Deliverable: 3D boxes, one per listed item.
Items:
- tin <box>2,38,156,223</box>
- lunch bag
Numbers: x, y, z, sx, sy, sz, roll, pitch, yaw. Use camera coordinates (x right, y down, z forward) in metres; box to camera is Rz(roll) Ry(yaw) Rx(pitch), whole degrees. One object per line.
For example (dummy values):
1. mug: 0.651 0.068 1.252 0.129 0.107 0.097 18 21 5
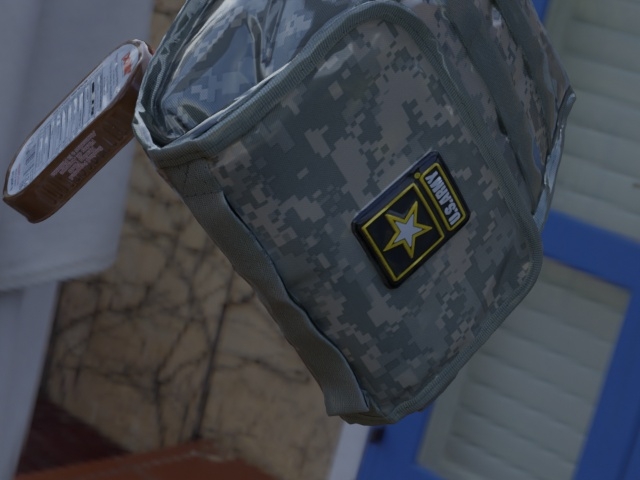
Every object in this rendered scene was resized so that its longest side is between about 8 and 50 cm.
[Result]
1. tin: -0.200 -0.092 1.164 0.040 0.190 0.106 36 22 -32
2. lunch bag: 0.029 -0.064 0.807 0.169 0.235 0.287 -8 43 31
